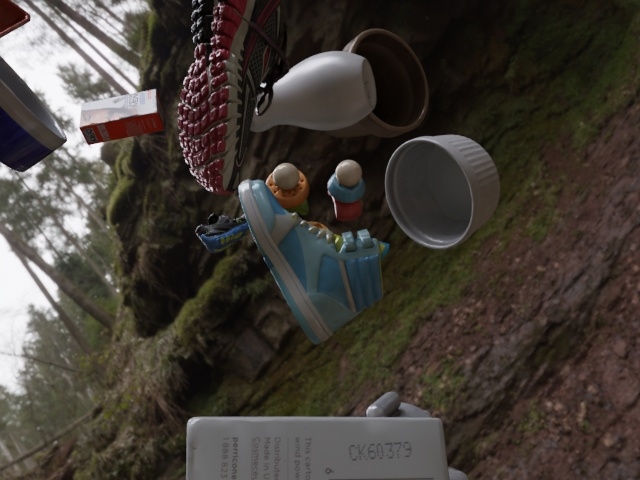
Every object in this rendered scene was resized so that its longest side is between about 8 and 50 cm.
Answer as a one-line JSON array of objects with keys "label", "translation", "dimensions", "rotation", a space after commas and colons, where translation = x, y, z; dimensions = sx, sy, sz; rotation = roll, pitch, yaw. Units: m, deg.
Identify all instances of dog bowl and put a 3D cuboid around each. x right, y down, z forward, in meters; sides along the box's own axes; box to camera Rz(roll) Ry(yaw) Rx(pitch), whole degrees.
[{"label": "dog bowl", "translation": [-0.600, -0.258, 1.095], "dimensions": [0.104, 0.265, 0.265], "rotation": [-39, -29, -5]}]

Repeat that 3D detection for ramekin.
[{"label": "ramekin", "translation": [0.230, -0.096, 1.096], "dimensions": [0.109, 0.207, 0.207], "rotation": [-22, -38, -36]}]

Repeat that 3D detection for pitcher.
[{"label": "pitcher", "translation": [-0.009, -0.254, 1.022], "dimensions": [0.178, 0.207, 0.126], "rotation": [-57, -44, -59]}]

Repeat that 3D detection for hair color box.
[{"label": "hair color box", "translation": [-0.433, -0.270, 1.300], "dimensions": [0.167, 0.093, 0.053], "rotation": [-14, -41, -4]}]

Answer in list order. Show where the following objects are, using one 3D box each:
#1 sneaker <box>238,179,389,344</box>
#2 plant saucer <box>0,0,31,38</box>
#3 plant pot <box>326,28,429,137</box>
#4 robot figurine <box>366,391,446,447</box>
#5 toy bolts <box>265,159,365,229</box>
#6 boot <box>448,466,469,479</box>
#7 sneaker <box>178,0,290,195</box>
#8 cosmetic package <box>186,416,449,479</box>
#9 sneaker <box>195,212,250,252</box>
[{"label": "sneaker", "translation": [0.000, 0.000, 1.064], "dimensions": [0.208, 0.319, 0.127], "rotation": [-28, -5, -1]}, {"label": "plant saucer", "translation": [-0.489, -0.258, 0.616], "dimensions": [0.048, 0.258, 0.259], "rotation": [-44, 19, 35]}, {"label": "plant pot", "translation": [0.105, -0.367, 1.511], "dimensions": [0.263, 0.263, 0.229], "rotation": [-24, 6, -37]}, {"label": "robot figurine", "translation": [0.153, 0.484, 1.297], "dimensions": [0.353, 0.199, 0.300], "rotation": [-21, -80, -64]}, {"label": "toy bolts", "translation": [0.004, -0.088, 1.346], "dimensions": [0.228, 0.218, 0.158], "rotation": [-18, -26, -12]}, {"label": "boot", "translation": [0.112, 0.379, 0.992], "dimensions": [0.258, 0.123, 0.095], "rotation": [0, -52, -14]}, {"label": "sneaker", "translation": [-0.094, -0.202, 0.729], "dimensions": [0.112, 0.120, 0.299], "rotation": [7, -87, -39]}, {"label": "cosmetic package", "translation": [-0.010, 0.206, 0.388], "dimensions": [0.151, 0.151, 0.184], "rotation": [2, -28, -7]}, {"label": "sneaker", "translation": [-0.197, -0.033, 1.272], "dimensions": [0.067, 0.078, 0.188], "rotation": [-51, -8, 27]}]
